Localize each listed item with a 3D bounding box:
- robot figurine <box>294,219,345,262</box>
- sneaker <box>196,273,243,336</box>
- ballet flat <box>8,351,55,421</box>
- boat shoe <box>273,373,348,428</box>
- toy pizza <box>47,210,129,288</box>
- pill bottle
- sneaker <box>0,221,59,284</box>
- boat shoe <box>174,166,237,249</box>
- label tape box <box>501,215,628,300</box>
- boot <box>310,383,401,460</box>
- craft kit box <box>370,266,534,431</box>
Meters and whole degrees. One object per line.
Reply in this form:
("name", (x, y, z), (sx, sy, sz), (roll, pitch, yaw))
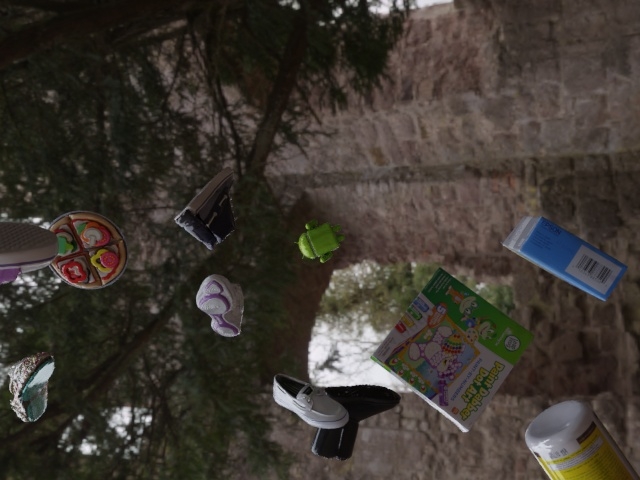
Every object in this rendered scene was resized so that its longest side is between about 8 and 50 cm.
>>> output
("robot figurine", (0.000, 0.000, 1.533), (0.067, 0.115, 0.101), (-109, -5, -82))
("sneaker", (-0.304, 0.173, 1.998), (0.305, 0.114, 0.152), (87, -171, -55))
("ballet flat", (-0.592, 0.288, 1.302), (0.091, 0.077, 0.241), (-45, -12, -48))
("boat shoe", (-0.034, 0.397, 1.611), (0.083, 0.226, 0.075), (-41, -49, -44))
("toy pizza", (-0.560, 0.027, 1.539), (0.032, 0.201, 0.201), (-94, -6, -70))
("pill bottle", (0.428, 0.369, 1.019), (0.215, 0.117, 0.117), (55, -153, -1))
("sneaker", (-0.500, 0.067, 0.901), (0.102, 0.282, 0.161), (-115, 20, -61))
("boat shoe", (-0.329, -0.103, 2.083), (0.158, 0.127, 0.340), (45, -143, -12))
("label tape box", (0.648, 0.035, 1.769), (0.115, 0.249, 0.348), (-60, -5, 8))
("boot", (0.100, 0.529, 1.879), (0.094, 0.247, 0.207), (-140, 58, -63))
("craft kit box", (0.276, 0.226, 1.364), (0.250, 0.247, 0.061), (-51, -9, -14))
